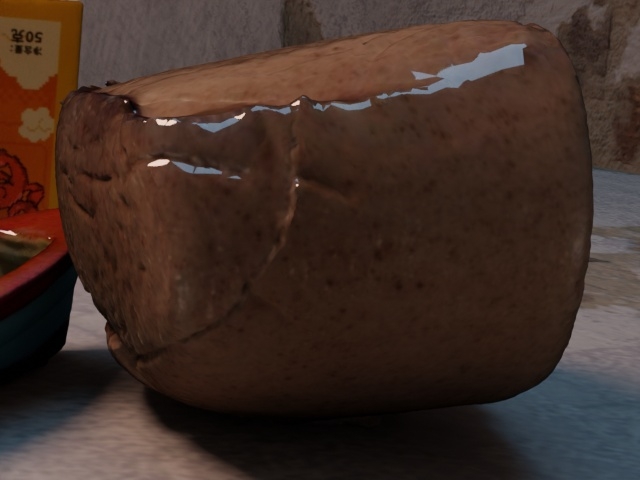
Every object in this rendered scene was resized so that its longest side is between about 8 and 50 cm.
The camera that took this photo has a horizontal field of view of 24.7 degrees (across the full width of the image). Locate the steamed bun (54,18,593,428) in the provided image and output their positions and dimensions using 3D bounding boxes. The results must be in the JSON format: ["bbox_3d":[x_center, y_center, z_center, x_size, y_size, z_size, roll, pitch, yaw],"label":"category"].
[{"bbox_3d":[0.000,0.000,0.743,0.251,0.199,0.301,-11,9,-9],"label":"steamed bun"}]

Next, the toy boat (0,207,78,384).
[{"bbox_3d":[-0.211,0.042,0.674,0.136,0.079,0.392,6,9,20],"label":"toy boat"}]

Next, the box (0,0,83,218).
[{"bbox_3d":[-0.348,-0.102,1.140,0.283,0.214,0.259,2,11,-18],"label":"box"}]
